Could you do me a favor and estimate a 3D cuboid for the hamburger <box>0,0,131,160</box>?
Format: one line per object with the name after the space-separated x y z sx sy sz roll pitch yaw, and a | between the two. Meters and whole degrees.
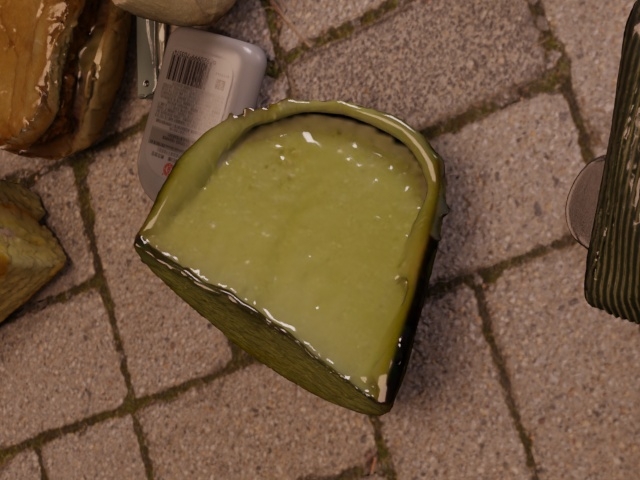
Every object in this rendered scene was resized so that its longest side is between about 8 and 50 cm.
-0.362 -0.248 1.912 0.259 0.144 0.283 25 105 34 | hamburger

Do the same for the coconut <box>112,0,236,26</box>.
-0.169 -0.354 1.759 0.224 0.224 0.234 -16 78 29 | coconut

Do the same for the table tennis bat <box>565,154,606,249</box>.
0.314 -0.059 1.569 0.095 0.014 0.158 36 107 28 | table tennis bat

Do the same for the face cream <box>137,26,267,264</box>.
-0.155 -0.107 1.820 0.144 0.071 0.291 17 96 32 | face cream

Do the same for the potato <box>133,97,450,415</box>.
0.000 0.000 1.670 0.330 0.213 0.280 31 78 7 | potato

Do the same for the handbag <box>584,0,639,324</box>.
0.406 -0.065 1.379 0.240 0.247 0.341 16 108 33 | handbag

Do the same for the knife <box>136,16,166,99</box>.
-0.210 -0.258 1.887 0.044 0.023 0.162 -2 86 27 | knife

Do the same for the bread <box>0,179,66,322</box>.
-0.535 0.074 1.945 0.375 0.236 0.165 -40 67 24 | bread
